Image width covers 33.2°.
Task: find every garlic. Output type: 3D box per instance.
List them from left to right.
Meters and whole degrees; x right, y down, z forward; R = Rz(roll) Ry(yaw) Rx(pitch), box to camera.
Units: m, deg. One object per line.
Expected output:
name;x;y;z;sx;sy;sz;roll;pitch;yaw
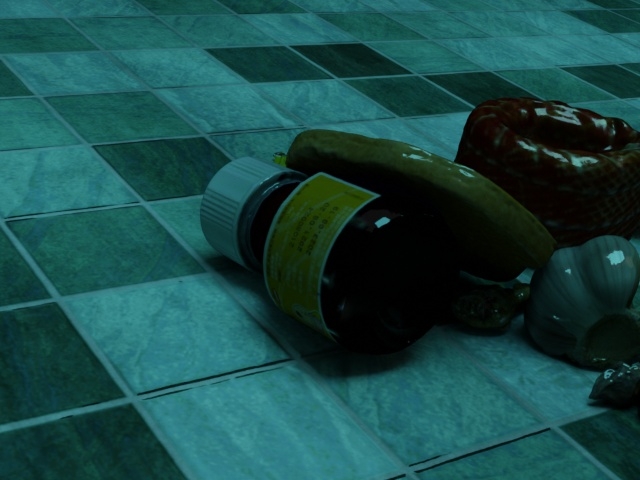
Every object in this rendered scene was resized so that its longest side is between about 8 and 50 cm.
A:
garlic;0.446;0.095;1.629;0.256;0.207;0.207;-7;32;-29

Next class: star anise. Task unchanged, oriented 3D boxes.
star anise;0.504;0.143;1.498;0.218;0.227;0.148;5;21;-23

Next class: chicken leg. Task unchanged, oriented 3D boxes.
chicken leg;0.281;0.098;1.679;0.085;0.069;0.198;3;8;43

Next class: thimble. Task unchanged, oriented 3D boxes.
thimble;0.410;-0.109;1.938;0.350;0.231;0.350;7;27;-4

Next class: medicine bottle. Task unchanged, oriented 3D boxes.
medicine bottle;0.000;0.000;1.581;0.242;0.243;0.395;-9;23;-34

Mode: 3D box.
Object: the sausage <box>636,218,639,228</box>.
sausage;0.586;-0.115;2.125;0.133;0.133;0.258;-5;33;-28

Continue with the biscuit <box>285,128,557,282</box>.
biscuit;0.147;-0.059;1.660;0.455;0.078;0.350;20;-12;28

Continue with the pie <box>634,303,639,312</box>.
pie;0.625;0.161;1.666;0.306;0.071;0.306;8;28;-4

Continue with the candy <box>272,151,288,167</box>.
candy;0.047;-0.130;2.009;0.297;0.081;0.187;-3;24;9
